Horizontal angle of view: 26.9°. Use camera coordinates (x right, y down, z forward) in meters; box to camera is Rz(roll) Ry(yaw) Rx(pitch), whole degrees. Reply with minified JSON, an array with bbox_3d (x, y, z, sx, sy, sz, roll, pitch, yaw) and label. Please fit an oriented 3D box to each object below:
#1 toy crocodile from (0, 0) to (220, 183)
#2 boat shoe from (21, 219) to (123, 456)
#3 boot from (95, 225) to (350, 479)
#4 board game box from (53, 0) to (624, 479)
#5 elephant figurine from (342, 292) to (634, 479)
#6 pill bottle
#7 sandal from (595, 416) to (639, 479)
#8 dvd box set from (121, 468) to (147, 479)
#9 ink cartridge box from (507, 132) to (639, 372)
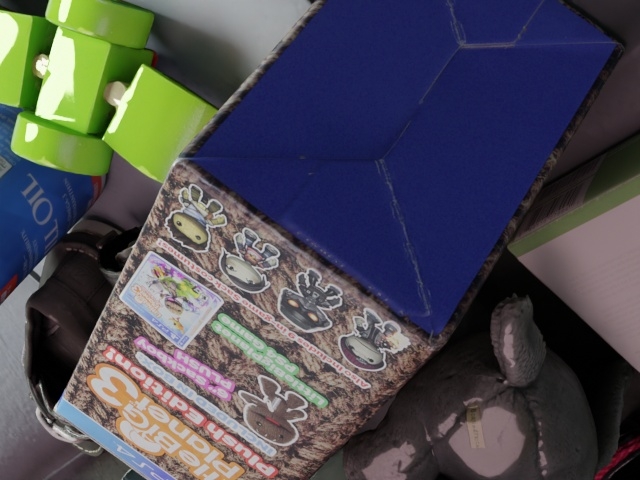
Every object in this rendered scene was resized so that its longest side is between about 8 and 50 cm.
[{"bbox_3d":[-0.203,-0.123,0.892,0.340,0.105,0.115,21,100,22],"label":"toy crocodile"},{"bbox_3d":[-0.217,0.111,1.158,0.112,0.095,0.335,30,143,10],"label":"boat shoe"},{"bbox_3d":[-0.069,0.094,0.935,0.229,0.091,0.263,59,161,-20],"label":"boot"},{"bbox_3d":[0.000,0.000,0.741,0.141,0.232,0.291,36,145,0],"label":"board game box"},{"bbox_3d":[0.116,0.112,0.860,0.186,0.239,0.169,-30,94,25],"label":"elephant figurine"},{"bbox_3d":[-0.264,-0.007,0.959,0.124,0.221,0.124,23,142,19],"label":"pill bottle"},{"bbox_3d":[0.198,0.145,0.884,0.040,0.067,0.179,55,144,-5],"label":"sandal"},{"bbox_3d":[-0.006,0.353,1.136,0.420,0.062,0.307,51,167,-3],"label":"dvd box set"},{"bbox_3d":[0.241,0.038,0.735,0.235,0.056,0.171,42,144,-11],"label":"ink cartridge box"}]
